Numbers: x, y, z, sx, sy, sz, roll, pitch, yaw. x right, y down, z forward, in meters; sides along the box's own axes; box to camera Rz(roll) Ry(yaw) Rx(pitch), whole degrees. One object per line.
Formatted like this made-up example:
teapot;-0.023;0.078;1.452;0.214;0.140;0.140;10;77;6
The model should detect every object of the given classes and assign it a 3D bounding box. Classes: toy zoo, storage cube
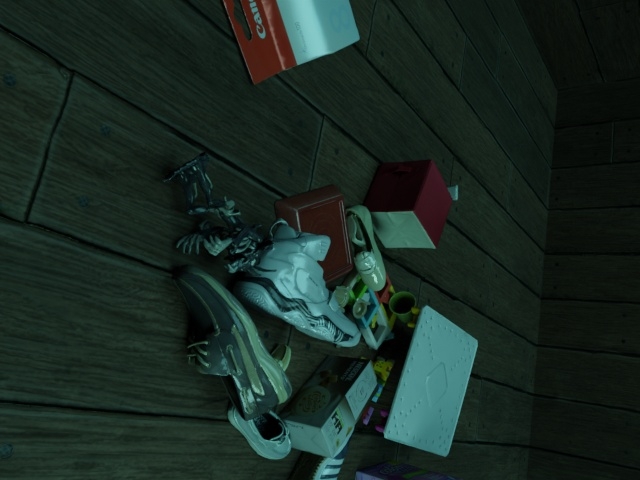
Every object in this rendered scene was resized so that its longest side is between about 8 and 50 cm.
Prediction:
toy zoo;0.162;0.187;1.645;0.192;0.030;0.293;-54;130;-38
storage cube;0.262;-0.106;1.657;0.215;0.183;0.193;50;53;-41

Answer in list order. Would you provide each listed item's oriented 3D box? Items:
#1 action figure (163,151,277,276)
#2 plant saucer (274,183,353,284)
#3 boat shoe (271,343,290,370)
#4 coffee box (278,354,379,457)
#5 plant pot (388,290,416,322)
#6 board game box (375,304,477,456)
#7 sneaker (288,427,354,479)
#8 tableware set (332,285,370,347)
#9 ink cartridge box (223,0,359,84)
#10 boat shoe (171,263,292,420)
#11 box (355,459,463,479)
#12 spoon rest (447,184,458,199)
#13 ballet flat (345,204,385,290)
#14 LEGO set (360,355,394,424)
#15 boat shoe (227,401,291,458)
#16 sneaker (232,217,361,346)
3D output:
action figure;-0.201;-0.020;1.061;0.141;0.164;0.276;-44;109;-38
plant saucer;0.000;0.000;1.420;0.258;0.047;0.259;-23;107;-51
boat shoe;-0.113;0.291;1.262;0.135;0.050;0.045;-61;139;-33
coffee box;0.025;0.404;1.370;0.246;0.141;0.098;-42;121;-44
plant pot;0.259;0.213;1.692;0.083;0.083;0.079;-63;147;-31
board game box;0.339;0.438;1.696;0.390;0.050;0.390;34;70;-44
sneaker;0.019;0.590;1.391;0.282;0.099;0.153;-52;124;-31
tableware set;0.065;0.209;1.498;0.141;0.020;0.169;29;79;-41
ink cartridge box;-0.070;-0.577;1.300;0.385;0.091;0.308;-44;123;-45
boat shoe;-0.191;0.211;1.081;0.130;0.132;0.356;-40;106;-26
box;0.255;0.736;1.584;0.213;0.242;0.118;15;77;-51
spoon rest;0.359;-0.180;1.889;0.276;0.084;0.138;8;81;-39
ballet flat;0.114;0.019;1.518;0.086;0.086;0.249;3;69;-53
LEGO set;0.140;0.396;1.582;0.227;0.093;0.087;-54;161;-45
boat shoe;-0.118;0.429;1.228;0.228;0.081;0.079;56;48;-36
sneaker;-0.014;0.105;1.272;0.365;0.137;0.210;31;75;-34
